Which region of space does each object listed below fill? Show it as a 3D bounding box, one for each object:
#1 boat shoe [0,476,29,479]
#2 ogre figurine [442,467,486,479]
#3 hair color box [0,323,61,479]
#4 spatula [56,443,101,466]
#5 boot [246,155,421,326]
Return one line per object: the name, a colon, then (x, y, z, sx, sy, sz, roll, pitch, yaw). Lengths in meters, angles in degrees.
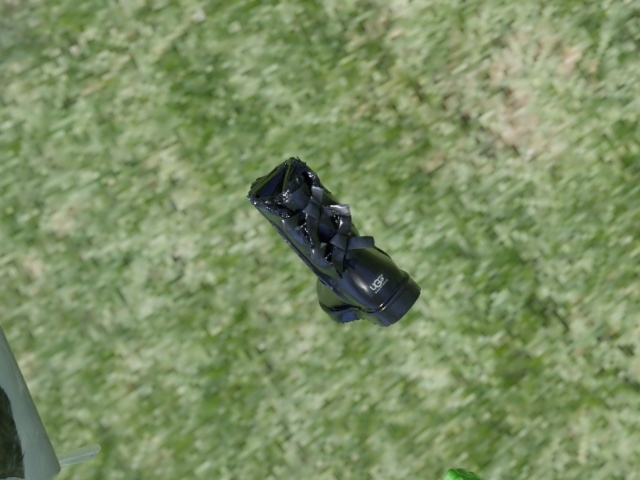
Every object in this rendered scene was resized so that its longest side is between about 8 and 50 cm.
boat shoe: (-0.057, 0.146, 0.656, 0.206, 0.075, 0.065, 22, 157, 12)
ogre figurine: (0.119, 0.249, 1.235, 0.097, 0.118, 0.197, 36, 175, 28)
hair color box: (-0.279, 0.014, 0.833, 0.114, 0.185, 0.374, 15, 134, 39)
spatula: (-0.253, 0.212, 1.348, 0.168, 0.242, 0.019, -43, 79, 7)
boot: (0.000, 0.000, 0.961, 0.099, 0.045, 0.121, 45, 171, -14)
